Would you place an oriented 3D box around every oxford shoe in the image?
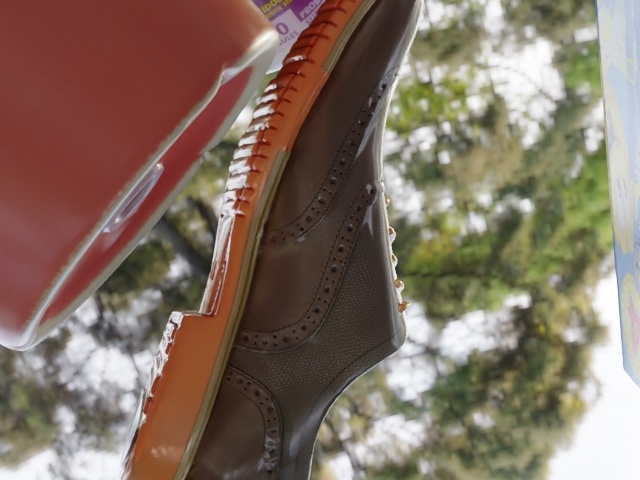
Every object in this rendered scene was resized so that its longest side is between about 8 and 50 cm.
[{"bbox_3d":[0.000,0.000,0.925,0.133,0.363,0.130,22,-176,-8],"label":"oxford shoe"}]

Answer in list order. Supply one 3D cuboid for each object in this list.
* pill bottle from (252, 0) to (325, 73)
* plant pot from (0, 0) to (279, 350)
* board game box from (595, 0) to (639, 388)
[{"bbox_3d":[-0.098,-0.244,0.960,0.169,0.301,0.169,-11,-119,22],"label":"pill bottle"},{"bbox_3d":[-0.171,-0.096,0.706,0.275,0.243,0.275,-50,180,1],"label":"plant pot"},{"bbox_3d":[0.206,-0.047,0.694,0.086,0.302,0.308,-7,-169,-2],"label":"board game box"}]
